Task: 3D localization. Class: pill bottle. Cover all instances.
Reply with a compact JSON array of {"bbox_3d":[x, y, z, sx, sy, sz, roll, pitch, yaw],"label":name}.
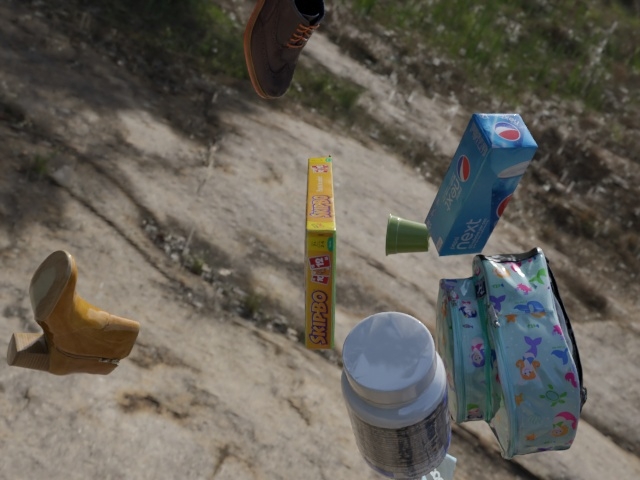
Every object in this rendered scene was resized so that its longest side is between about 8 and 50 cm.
[{"bbox_3d":[0.057,0.118,0.661,0.078,0.137,0.078,-5,51,7],"label":"pill bottle"}]

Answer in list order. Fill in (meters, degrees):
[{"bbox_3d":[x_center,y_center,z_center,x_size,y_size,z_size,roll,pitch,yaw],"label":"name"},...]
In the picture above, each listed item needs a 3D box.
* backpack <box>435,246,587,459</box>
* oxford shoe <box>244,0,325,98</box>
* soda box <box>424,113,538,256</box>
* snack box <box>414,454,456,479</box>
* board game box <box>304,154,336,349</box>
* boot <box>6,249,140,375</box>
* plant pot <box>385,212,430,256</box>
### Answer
[{"bbox_3d":[0.256,0.162,1.195,0.191,0.225,0.253,-11,48,-3],"label":"backpack"},{"bbox_3d":[-0.052,-0.338,1.391,0.097,0.271,0.098,-22,45,-37],"label":"oxford shoe"},{"bbox_3d":[0.212,-0.072,1.191,0.071,0.210,0.067,-3,50,-19],"label":"soda box"},{"bbox_3d":[0.142,0.522,1.486,0.060,0.187,0.322,28,35,0],"label":"snack box"},{"bbox_3d":[0.000,0.000,0.938,0.039,0.124,0.259,2,21,2],"label":"board game box"},{"bbox_3d":[-0.419,0.136,1.585,0.211,0.295,0.104,8,40,-36],"label":"boot"},{"bbox_3d":[0.167,-0.008,1.663,0.079,0.083,0.083,6,24,12],"label":"plant pot"}]
